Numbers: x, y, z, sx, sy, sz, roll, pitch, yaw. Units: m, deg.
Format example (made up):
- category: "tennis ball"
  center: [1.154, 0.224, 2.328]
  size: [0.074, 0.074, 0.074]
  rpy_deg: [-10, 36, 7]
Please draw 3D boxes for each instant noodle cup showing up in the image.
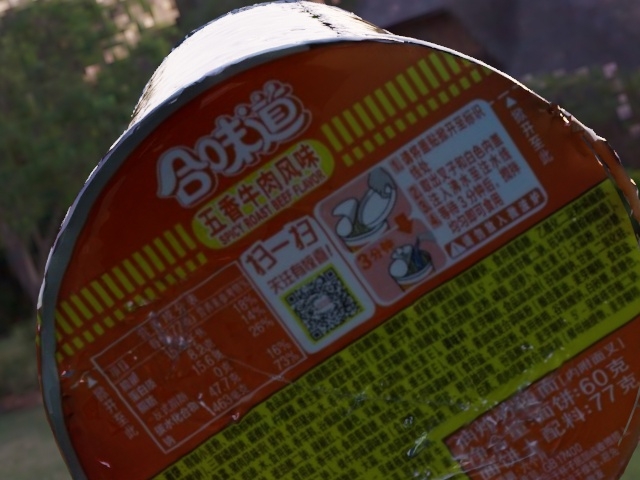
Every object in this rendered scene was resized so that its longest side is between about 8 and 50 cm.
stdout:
- category: "instant noodle cup"
  center: [0.000, 0.000, 0.617]
  size: [0.193, 0.193, 0.212]
  rpy_deg: [-19, 19, 0]
